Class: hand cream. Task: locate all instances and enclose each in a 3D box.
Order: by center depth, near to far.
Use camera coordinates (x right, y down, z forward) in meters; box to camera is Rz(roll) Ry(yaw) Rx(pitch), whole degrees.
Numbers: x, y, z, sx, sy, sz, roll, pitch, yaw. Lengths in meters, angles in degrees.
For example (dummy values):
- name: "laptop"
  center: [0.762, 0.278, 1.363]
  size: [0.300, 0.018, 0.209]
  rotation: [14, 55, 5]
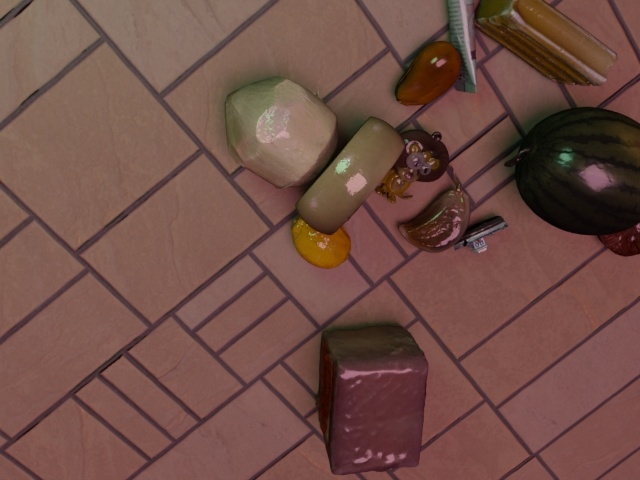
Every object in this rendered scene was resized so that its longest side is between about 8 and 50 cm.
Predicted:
- name: "hand cream"
  center: [0.292, -0.477, 1.486]
  size: [0.058, 0.085, 0.331]
  rotation: [-13, 110, -21]

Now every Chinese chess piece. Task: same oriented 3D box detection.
- name: "Chinese chess piece"
  center: [0.060, -0.133, 1.464]
  size: [0.102, 0.273, 0.273]
  rotation: [39, 99, -3]

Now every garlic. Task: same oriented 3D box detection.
- name: "garlic"
  center: [0.285, -0.058, 1.643]
  size: [0.128, 0.090, 0.198]
  rotation: [39, 103, -10]

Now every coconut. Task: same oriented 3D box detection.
- name: "coconut"
  center: [-0.087, -0.225, 1.427]
  size: [0.224, 0.224, 0.234]
  rotation: [-43, 114, 6]

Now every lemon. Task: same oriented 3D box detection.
- name: "lemon"
  center: [0.000, 0.000, 1.585]
  size: [0.155, 0.114, 0.114]
  rotation: [34, 101, -20]

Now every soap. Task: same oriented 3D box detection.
- name: "soap"
  center: [0.467, -0.427, 1.491]
  size: [0.274, 0.173, 0.089]
  rotation: [26, 95, -21]

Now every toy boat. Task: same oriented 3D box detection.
- name: "toy boat"
  center: [0.384, -0.007, 1.694]
  size: [0.140, 0.059, 0.066]
  rotation: [-24, 97, 0]

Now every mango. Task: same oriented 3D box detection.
- name: "mango"
  center: [0.232, -0.355, 1.518]
  size: [0.105, 0.084, 0.159]
  rotation: [30, 125, -34]

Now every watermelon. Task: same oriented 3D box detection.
- name: "watermelon"
  center: [0.587, -0.153, 1.562]
  size: [0.359, 0.279, 0.279]
  rotation: [15, 107, -18]

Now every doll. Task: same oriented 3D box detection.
- name: "doll"
  center: [0.210, -0.162, 1.583]
  size: [0.145, 0.096, 0.188]
  rotation: [9, 119, -8]

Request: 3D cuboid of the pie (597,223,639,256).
- name: "pie"
  center: [0.787, -0.063, 1.768]
  size: [0.218, 0.054, 0.204]
  rotation: [-32, 114, -1]

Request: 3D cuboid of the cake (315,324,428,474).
- name: "cake"
  center: [0.119, 0.368, 1.687]
  size: [0.230, 0.237, 0.309]
  rotation: [0, 110, -13]
